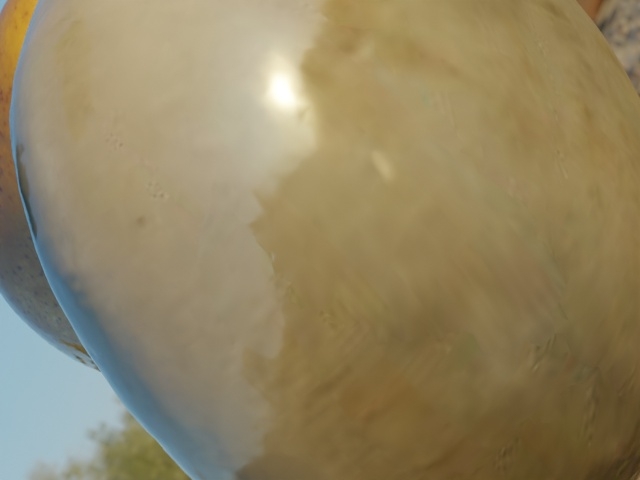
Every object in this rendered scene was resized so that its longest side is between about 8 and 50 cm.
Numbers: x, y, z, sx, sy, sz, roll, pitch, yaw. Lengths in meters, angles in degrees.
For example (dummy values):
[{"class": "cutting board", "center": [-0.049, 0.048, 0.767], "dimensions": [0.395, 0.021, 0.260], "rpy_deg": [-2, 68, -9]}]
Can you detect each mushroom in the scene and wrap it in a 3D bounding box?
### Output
[{"class": "mushroom", "center": [0.000, 0.000, 0.827], "dimensions": [0.295, 0.362, 0.362], "rpy_deg": [-30, 19, 30]}]

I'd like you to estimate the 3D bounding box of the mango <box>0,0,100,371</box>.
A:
[{"class": "mango", "center": [-0.115, -0.036, 1.058], "dimensions": [0.160, 0.191, 0.290], "rpy_deg": [-43, -38, -33]}]
